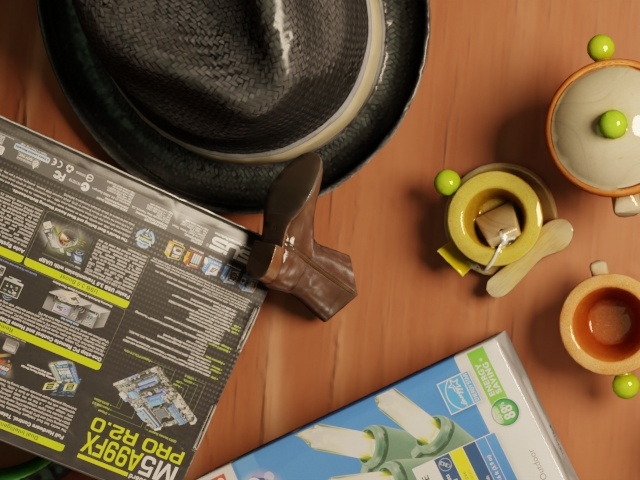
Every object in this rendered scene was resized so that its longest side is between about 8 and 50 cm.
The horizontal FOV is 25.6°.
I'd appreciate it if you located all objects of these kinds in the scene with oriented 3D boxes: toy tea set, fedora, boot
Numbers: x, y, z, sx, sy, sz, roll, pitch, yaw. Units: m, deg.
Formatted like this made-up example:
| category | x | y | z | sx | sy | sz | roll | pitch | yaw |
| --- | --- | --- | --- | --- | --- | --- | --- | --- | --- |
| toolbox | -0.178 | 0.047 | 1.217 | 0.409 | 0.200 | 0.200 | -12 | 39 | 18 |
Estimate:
| category | x | y | z | sx | sy | sz | roll | pitch | yaw |
| --- | --- | --- | --- | --- | --- | --- | --- | --- | --- |
| toy tea set | 0.237 | 0.025 | 0.976 | 0.336 | 0.124 | 0.200 | 44 | 99 | 10 |
| fedora | -0.086 | -0.182 | 1.041 | 0.334 | 0.152 | 0.334 | 0 | 90 | 14 |
| boot | 0.000 | 0.000 | 1.052 | 0.037 | 0.114 | 0.106 | 23 | 86 | 39 |

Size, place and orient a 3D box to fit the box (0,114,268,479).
| category | x | y | z | sx | sy | sz | roll | pitch | yaw |
| --- | --- | --- | --- | --- | --- | --- | --- | --- | --- |
| box | -0.190 | 0.047 | 1.039 | 0.270 | 0.060 | 0.216 | 24 | 87 | -15 |

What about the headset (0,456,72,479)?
| category | x | y | z | sx | sy | sz | roll | pitch | yaw |
| --- | --- | --- | --- | --- | --- | --- | --- | --- | --- |
| headset | -0.339 | 0.050 | 1.084 | 0.394 | 0.185 | 0.243 | 30 | 96 | 1 |

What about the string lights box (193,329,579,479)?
| category | x | y | z | sx | sy | sz | roll | pitch | yaw |
| --- | --- | --- | --- | --- | --- | --- | --- | --- | --- |
| string lights box | 0.047 | 0.183 | 1.045 | 0.260 | 0.077 | 0.133 | -27 | 85 | 12 |
